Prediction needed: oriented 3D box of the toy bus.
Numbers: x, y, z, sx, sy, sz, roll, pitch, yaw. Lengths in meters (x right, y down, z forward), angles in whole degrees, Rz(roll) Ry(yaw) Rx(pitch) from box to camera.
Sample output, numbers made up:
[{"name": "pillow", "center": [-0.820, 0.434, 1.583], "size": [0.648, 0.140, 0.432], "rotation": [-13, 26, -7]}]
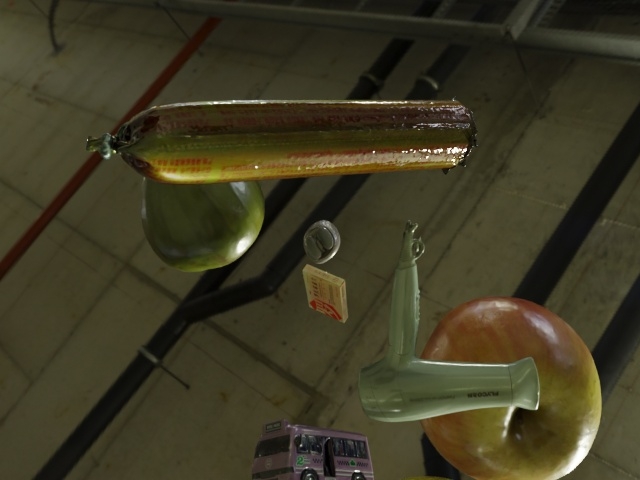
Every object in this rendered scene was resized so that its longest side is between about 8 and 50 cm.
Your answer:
[{"name": "toy bus", "center": [-0.009, 0.343, 1.017], "size": [0.096, 0.199, 0.108], "rotation": [-24, -123, 35]}]

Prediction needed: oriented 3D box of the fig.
[{"name": "fig", "center": [-0.202, -0.067, 1.049], "size": [0.203, 0.225, 0.203], "rotation": [-27, -163, 9]}]

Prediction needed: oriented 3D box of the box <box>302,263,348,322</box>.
[{"name": "box", "center": [0.007, 0.072, 0.877], "size": [0.058, 0.093, 0.015], "rotation": [24, -122, 22]}]

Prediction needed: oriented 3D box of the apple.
[{"name": "apple", "center": [0.280, 0.223, 0.997], "size": [0.286, 0.286, 0.233], "rotation": [-38, -168, 4]}]

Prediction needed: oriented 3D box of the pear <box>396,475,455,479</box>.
[{"name": "pear", "center": [0.105, 0.333, 0.449], "size": [0.304, 0.304, 0.304], "rotation": [-18, -130, 22]}]

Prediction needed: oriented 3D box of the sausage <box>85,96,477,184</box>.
[{"name": "sausage", "center": [-0.021, -0.090, 0.594], "size": [0.082, 0.372, 0.082], "rotation": [18, -69, 57]}]

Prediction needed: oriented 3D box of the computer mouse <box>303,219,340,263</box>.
[{"name": "computer mouse", "center": [-0.002, -0.002, 1.109], "size": [0.066, 0.039, 0.096], "rotation": [-41, -156, 13]}]

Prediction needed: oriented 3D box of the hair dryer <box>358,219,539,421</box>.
[{"name": "hair dryer", "center": [0.139, 0.091, 0.761], "size": [0.206, 0.075, 0.237], "rotation": [-7, -83, 9]}]
